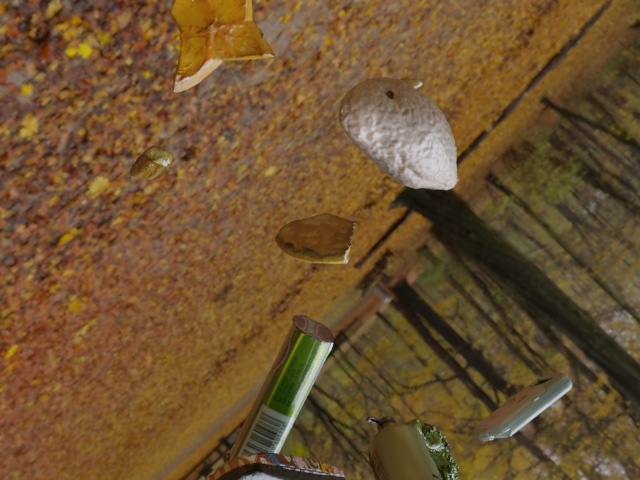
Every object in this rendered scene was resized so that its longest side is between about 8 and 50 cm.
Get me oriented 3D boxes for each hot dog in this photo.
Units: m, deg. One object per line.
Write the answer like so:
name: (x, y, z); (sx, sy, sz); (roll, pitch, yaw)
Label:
hot dog: (-0.471, -0.214, 1.996); (0.083, 0.068, 0.289); (3, 174, -25)

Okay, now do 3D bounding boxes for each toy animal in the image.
toy animal: (0.194, -0.246, 1.639); (0.188, 0.358, 0.226); (-29, -144, 33)

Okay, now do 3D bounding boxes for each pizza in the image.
pizza: (0.000, 0.001, 1.069); (0.099, 0.160, 0.035); (-34, 124, -32)

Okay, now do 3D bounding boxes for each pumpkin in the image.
pumpkin: (-0.288, -0.558, 1.909); (0.290, 0.258, 0.095); (-16, -172, 8)

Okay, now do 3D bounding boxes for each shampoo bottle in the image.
shampoo bottle: (0.106, 0.291, 0.937); (0.079, 0.079, 0.162); (-47, -154, 14)

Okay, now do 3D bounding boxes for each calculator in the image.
calculator: (0.446, 0.363, 1.577); (0.246, 0.045, 0.141); (-32, 171, -15)

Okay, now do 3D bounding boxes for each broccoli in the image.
broccoli: (0.261, 0.543, 1.847); (0.194, 0.194, 0.220); (-51, 173, 36)

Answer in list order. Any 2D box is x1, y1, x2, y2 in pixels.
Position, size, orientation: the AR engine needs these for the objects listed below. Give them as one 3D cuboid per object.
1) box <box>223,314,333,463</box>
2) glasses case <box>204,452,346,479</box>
box: (-0.089, 0.327, 1.468); (0.134, 0.097, 0.345); (-100, -144, -80)
glasses case: (-0.072, 0.439, 1.282); (0.122, 0.082, 0.321); (-38, 141, 20)
